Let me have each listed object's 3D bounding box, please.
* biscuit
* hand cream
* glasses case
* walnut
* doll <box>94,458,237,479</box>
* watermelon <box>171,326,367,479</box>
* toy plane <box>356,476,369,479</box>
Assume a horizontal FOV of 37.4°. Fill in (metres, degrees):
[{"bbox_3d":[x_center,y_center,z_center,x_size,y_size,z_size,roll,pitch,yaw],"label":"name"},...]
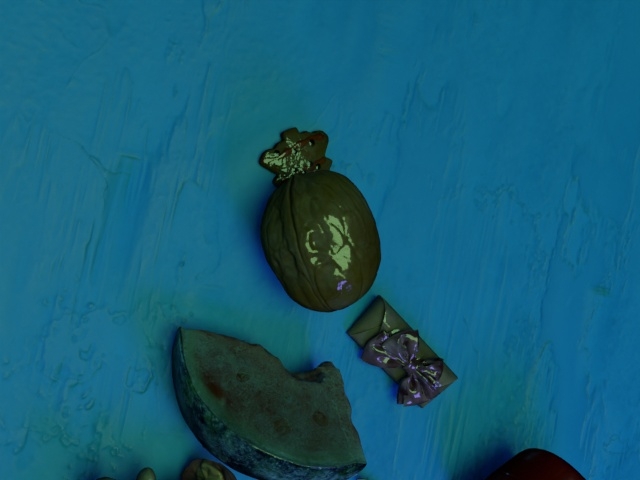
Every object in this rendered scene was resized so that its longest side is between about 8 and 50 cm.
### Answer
[{"bbox_3d":[-0.025,-0.105,1.412,0.119,0.019,0.129,-26,102,-21],"label":"biscuit"},{"bbox_3d":[0.343,0.452,1.489,0.149,0.230,0.230,-31,104,-23],"label":"hand cream"},{"bbox_3d":[0.127,0.187,1.464,0.193,0.070,0.102,47,76,-18],"label":"glasses case"},{"bbox_3d":[0.000,0.000,1.348,0.167,0.167,0.207,-24,101,-21],"label":"walnut"},{"bbox_3d":[-0.200,0.401,1.286,0.256,0.152,0.196,6,103,-28],"label":"doll"},{"bbox_3d":[-0.082,0.238,1.349,0.318,0.148,0.226,37,45,3],"label":"watermelon"},{"bbox_3d":[0.115,0.467,1.477,0.226,0.058,0.225,-14,97,-26],"label":"toy plane"}]
